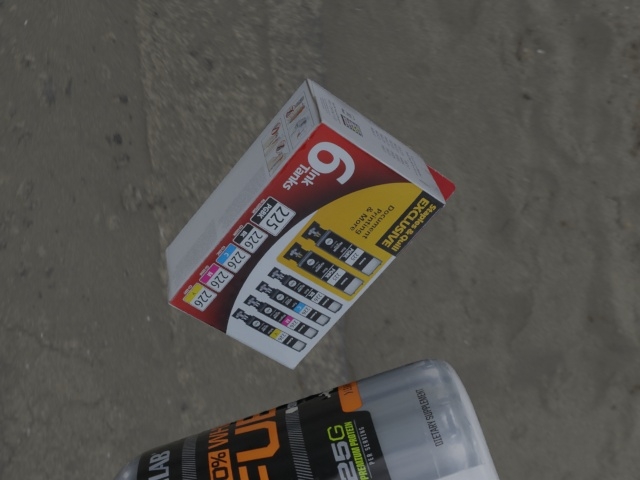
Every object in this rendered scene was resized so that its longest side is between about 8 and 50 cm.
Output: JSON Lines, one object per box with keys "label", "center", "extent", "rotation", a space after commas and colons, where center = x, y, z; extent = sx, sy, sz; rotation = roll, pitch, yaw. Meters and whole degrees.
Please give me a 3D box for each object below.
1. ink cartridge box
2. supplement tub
{"label": "ink cartridge box", "center": [0.000, 0.000, 1.406], "extent": [0.271, 0.130, 0.309], "rotation": [30, 113, -26]}
{"label": "supplement tub", "center": [-0.023, 0.221, 0.806], "extent": [0.315, 0.193, 0.194], "rotation": [-19, 109, 0]}
